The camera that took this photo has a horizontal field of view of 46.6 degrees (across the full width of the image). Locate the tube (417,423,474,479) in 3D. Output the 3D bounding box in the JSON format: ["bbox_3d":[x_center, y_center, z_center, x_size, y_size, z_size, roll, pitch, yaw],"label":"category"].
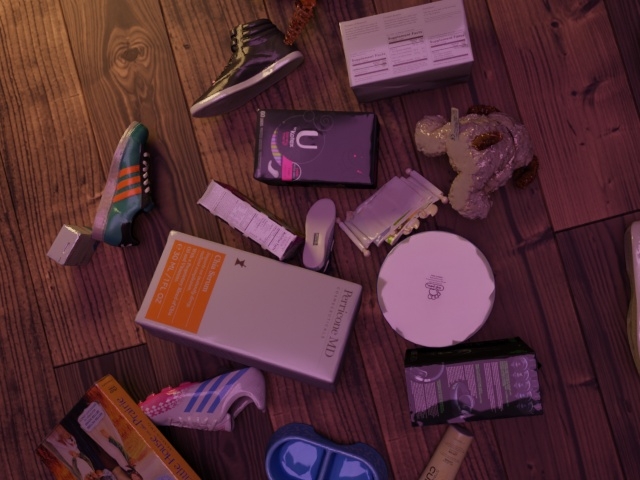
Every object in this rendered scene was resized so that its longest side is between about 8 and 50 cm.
[{"bbox_3d":[0.271,0.534,1.688,0.070,0.062,0.240,33,101,47],"label":"tube"}]

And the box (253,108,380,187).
[{"bbox_3d":[-0.005,-0.206,1.696,0.271,0.143,0.165,2,90,7],"label":"box"}]

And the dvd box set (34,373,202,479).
[{"bbox_3d":[-0.451,0.561,1.734,0.420,0.062,0.307,48,116,6],"label":"dvd box set"}]

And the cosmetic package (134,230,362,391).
[{"bbox_3d":[-0.152,0.160,1.672,0.454,0.161,0.230,15,73,7],"label":"cosmetic package"}]

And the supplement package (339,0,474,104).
[{"bbox_3d":[0.191,-0.413,1.643,0.262,0.204,0.145,-10,88,8],"label":"supplement package"}]

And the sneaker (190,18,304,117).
[{"bbox_3d":[-0.200,-0.410,1.753,0.296,0.104,0.146,-32,83,0],"label":"sneaker"}]

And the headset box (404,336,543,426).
[{"bbox_3d":[0.328,0.296,1.588,0.283,0.246,0.131,-7,89,8],"label":"headset box"}]

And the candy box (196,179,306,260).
[{"bbox_3d":[-0.152,-0.045,1.705,0.233,0.159,0.071,34,94,6],"label":"candy box"}]

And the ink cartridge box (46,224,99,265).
[{"bbox_3d":[-0.588,0.012,1.781,0.052,0.122,0.088,30,93,7],"label":"ink cartridge box"}]

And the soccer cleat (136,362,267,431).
[{"bbox_3d":[-0.280,0.392,1.726,0.331,0.116,0.143,-22,68,5],"label":"soccer cleat"}]

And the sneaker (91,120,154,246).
[{"bbox_3d":[-0.446,-0.130,1.783,0.121,0.108,0.302,16,90,-6],"label":"sneaker"}]

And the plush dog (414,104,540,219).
[{"bbox_3d":[0.370,-0.207,1.621,0.225,0.210,0.262,-23,79,-38],"label":"plush dog"}]

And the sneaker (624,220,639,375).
[{"bbox_3d":[0.742,0.129,1.593,0.148,0.131,0.349,-1,88,12],"label":"sneaker"}]

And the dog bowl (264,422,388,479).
[{"bbox_3d":[0.007,0.533,1.714,0.297,0.074,0.165,17,91,8],"label":"dog bowl"}]

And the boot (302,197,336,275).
[{"bbox_3d":[0.000,0.000,1.735,0.069,0.086,0.189,6,62,16],"label":"boot"}]

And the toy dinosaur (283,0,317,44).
[{"bbox_3d":[-0.060,-0.620,1.709,0.219,0.164,0.321,7,60,-15],"label":"toy dinosaur"}]

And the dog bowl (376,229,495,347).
[{"bbox_3d":[0.258,0.107,1.674,0.265,0.104,0.264,0,89,8],"label":"dog bowl"}]

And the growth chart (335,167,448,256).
[{"bbox_3d":[0.160,-0.064,1.689,0.237,0.021,0.172,-36,49,4],"label":"growth chart"}]
